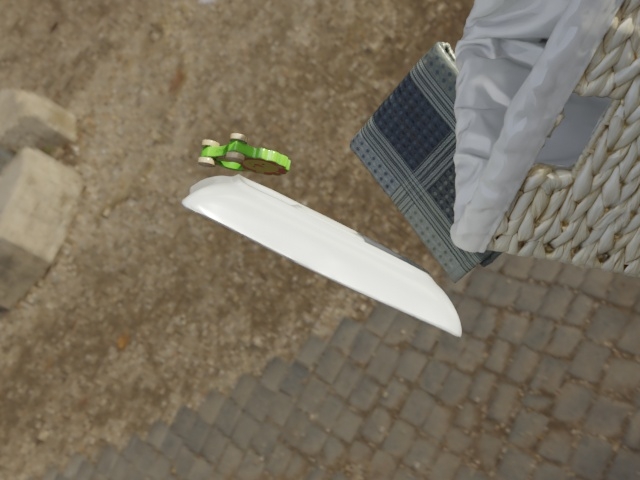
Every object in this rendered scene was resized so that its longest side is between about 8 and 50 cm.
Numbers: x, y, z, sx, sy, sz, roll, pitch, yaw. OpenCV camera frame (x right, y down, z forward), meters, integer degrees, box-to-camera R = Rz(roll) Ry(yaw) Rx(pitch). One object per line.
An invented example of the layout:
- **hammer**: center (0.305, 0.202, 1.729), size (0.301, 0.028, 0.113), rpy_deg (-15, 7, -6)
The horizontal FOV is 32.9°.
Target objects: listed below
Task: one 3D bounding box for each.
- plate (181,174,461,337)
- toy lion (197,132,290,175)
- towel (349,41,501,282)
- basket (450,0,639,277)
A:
- **plate**: center (0.000, 0.000, 1.070), size (0.045, 0.278, 0.277), rpy_deg (-63, 7, 2)
- **toy lion**: center (-0.092, -0.103, 1.376), size (0.100, 0.096, 0.034), rpy_deg (-4, 71, 49)
- **towel**: center (0.218, -0.121, 1.779), size (0.324, 0.056, 0.312), rpy_deg (54, 141, 9)
- **basket**: center (0.291, -0.181, 0.988), size (0.328, 0.266, 0.331), rpy_deg (110, 171, -48)
